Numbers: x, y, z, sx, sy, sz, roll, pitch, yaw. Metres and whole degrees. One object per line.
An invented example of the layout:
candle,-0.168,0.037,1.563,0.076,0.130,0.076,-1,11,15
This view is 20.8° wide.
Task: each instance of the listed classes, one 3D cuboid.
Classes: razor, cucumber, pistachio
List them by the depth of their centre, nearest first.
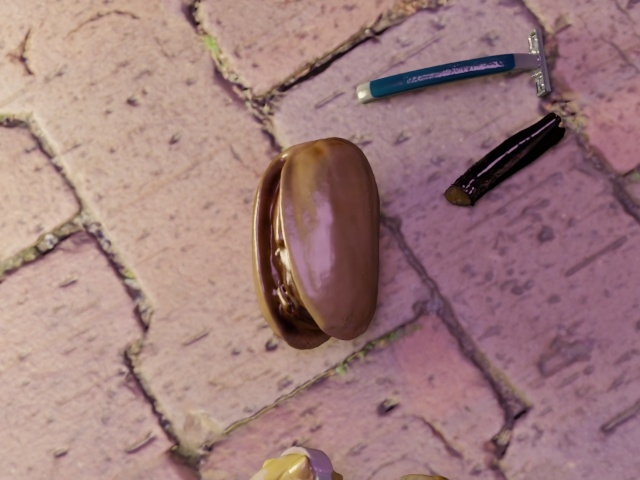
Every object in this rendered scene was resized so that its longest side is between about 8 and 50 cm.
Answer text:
pistachio,0.000,0.000,1.670,0.129,0.131,0.206,-18,70,53
cucumber,0.179,-0.078,1.698,0.135,0.033,0.034,-38,38,-3
razor,0.129,-0.164,1.729,0.191,0.037,0.068,-9,74,8

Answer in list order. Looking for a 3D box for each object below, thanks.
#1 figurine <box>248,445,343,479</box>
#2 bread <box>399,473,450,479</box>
figurine,-0.049,0.273,1.578,0.208,0.128,0.184,14,73,-27
bread,0.122,0.276,1.578,0.094,0.083,0.157,-35,73,-3
